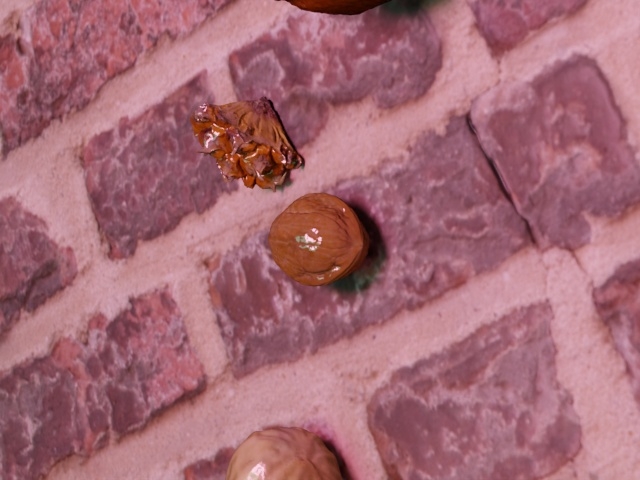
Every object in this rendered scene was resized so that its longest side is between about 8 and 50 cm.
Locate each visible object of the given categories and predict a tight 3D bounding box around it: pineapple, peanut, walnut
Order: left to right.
[{"bbox_3d":[-0.087,-0.125,2.013,0.069,0.137,0.116,-36,27,37],"label":"pineapple"},{"bbox_3d":[-0.029,0.369,1.962,0.152,0.152,0.313,0,93,45],"label":"peanut"},{"bbox_3d":[0.000,0.000,1.927,0.124,0.105,0.105,6,98,37],"label":"walnut"}]

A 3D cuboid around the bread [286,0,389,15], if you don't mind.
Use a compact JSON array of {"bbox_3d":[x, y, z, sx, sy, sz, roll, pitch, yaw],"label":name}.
[{"bbox_3d":[0.014,-0.343,1.798,0.135,0.246,0.232,-29,62,55],"label":"bread"}]
